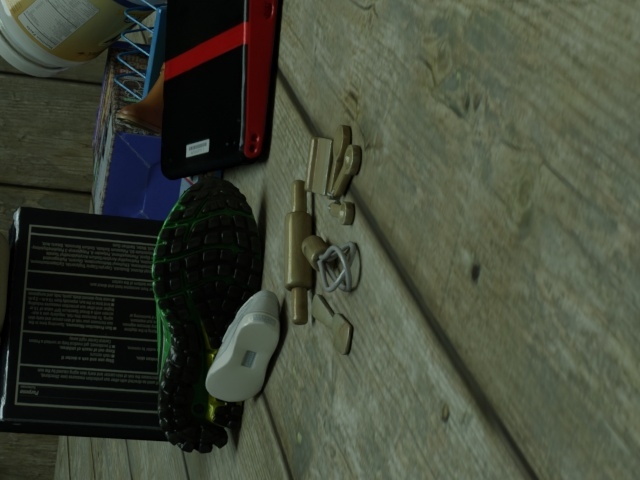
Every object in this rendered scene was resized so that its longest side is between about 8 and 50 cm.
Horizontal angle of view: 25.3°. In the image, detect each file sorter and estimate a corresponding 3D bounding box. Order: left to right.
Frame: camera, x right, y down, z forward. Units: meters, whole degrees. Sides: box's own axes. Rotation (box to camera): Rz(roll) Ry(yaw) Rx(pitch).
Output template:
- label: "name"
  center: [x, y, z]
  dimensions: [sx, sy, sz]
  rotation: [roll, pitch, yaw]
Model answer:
- label: "file sorter"
  center: [-0.252, -0.317, 2.274]
  dimensions: [0.104, 0.118, 0.170]
  rotation: [36, 126, 33]

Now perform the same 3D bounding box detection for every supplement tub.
- label: "supplement tub"
  center: [-0.406, -0.432, 2.398]
  dimensions: [0.316, 0.228, 0.228]
  rotation: [-30, 50, 37]

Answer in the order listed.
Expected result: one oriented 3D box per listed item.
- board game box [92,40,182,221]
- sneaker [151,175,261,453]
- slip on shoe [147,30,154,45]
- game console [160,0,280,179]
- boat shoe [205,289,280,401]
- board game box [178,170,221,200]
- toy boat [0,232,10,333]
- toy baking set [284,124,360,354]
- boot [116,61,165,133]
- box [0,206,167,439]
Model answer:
- label: "board game box"
  center: [-0.309, -0.169, 2.465]
  dimensions: [0.291, 0.141, 0.232]
  rotation: [-102, 23, -51]
- label: "sneaker"
  center: [-0.160, 0.085, 1.803]
  dimensions: [0.146, 0.134, 0.343]
  rotation: [-130, 47, -71]
- label: "slip on shoe"
  center: [-0.307, -0.363, 2.713]
  dimensions: [0.135, 0.051, 0.041]
  rotation: [145, 135, -75]
- label: "game console"
  center: [-0.139, -0.262, 1.949]
  dimensions: [0.386, 0.060, 0.341]
  rotation: [176, 96, -68]
- label: "boat shoe"
  center: [-0.089, 0.123, 1.663]
  dimensions: [0.184, 0.066, 0.063]
  rotation: [109, 174, -50]
- label: "board game box"
  center: [-0.173, -0.147, 2.132]
  dimensions: [0.160, 0.039, 0.211]
  rotation: [-143, 59, -74]
- label: "toy boat"
  center: [-0.501, 0.073, 1.907]
  dimensions: [0.231, 0.151, 0.151]
  rotation: [127, 146, -63]
- label: "toy baking set"
  center: [-0.002, 0.001, 1.426]
  dimensions: [0.197, 0.030, 0.256]
  rotation: [132, 141, -67]
- label: "boot"
  center: [-0.236, -0.243, 2.189]
  dimensions: [0.197, 0.073, 0.152]
  rotation: [-10, -63, -65]
- label: "box"
  center: [-0.298, 0.127, 1.996]
  dimensions: [0.183, 0.296, 0.294]
  rotation: [139, 135, -69]
